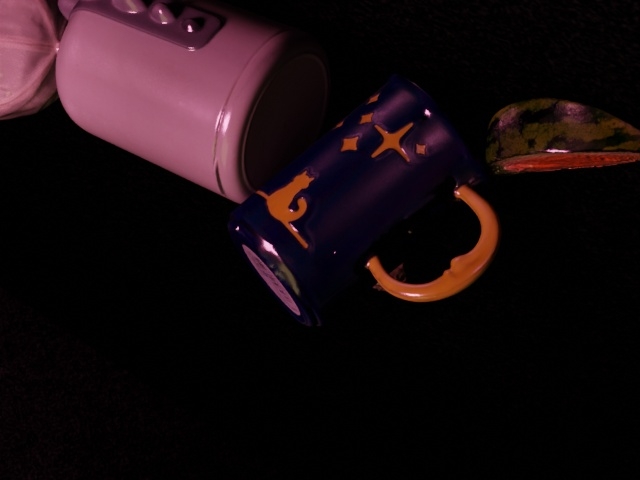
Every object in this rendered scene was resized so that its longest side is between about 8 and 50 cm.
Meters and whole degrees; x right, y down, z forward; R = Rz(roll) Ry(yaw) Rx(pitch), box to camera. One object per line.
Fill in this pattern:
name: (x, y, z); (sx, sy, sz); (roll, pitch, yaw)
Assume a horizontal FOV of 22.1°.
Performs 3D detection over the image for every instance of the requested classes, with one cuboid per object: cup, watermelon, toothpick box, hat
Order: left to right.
hat: (-0.374, -0.242, 2.052); (0.161, 0.232, 0.275); (17, -179, -2)
toothpick box: (-0.169, -0.195, 1.893); (0.316, 0.229, 0.229); (25, 156, 24)
cup: (0.053, -0.031, 1.787); (0.178, 0.256, 0.255); (54, 170, -20)
watermelon: (0.253, -0.102, 1.750); (0.119, 0.063, 0.245); (22, 162, -33)

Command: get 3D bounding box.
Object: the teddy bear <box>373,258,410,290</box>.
teddy bear: (0.000, 0.000, 2.113); (0.177, 0.190, 0.140); (34, 136, 50)
